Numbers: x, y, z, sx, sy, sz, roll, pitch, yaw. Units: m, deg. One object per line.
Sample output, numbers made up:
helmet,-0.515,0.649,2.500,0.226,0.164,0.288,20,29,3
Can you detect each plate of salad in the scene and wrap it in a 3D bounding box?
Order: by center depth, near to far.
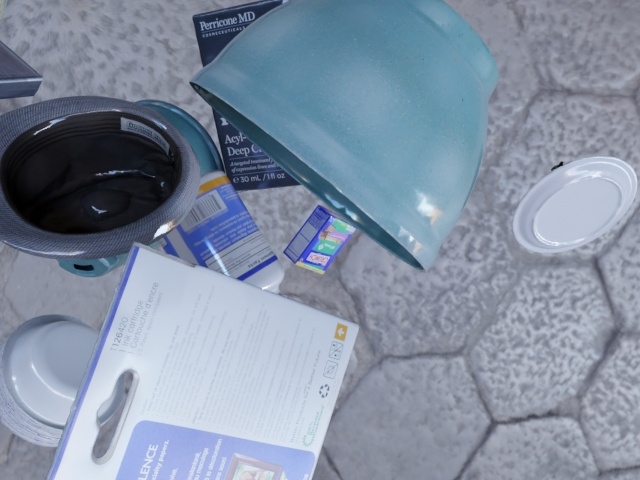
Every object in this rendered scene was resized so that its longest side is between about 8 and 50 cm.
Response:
plate of salad,0.386,-0.057,1.094,0.199,0.048,0.200,-8,136,-8

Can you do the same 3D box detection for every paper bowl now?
paper bowl,-0.563,0.292,1.561,0.284,0.284,0.148,31,125,-27

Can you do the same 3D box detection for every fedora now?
fedora,-0.294,-0.060,0.907,0.275,0.244,0.124,-20,156,-24

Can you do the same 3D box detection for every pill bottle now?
pill bottle,-0.154,0.035,1.161,0.152,0.152,0.272,-32,91,-8

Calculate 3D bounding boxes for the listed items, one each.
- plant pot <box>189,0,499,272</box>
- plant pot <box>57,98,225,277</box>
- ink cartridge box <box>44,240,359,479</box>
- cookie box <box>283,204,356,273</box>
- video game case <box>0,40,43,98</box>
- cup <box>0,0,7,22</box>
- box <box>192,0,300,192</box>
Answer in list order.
plant pot,0.048,-0.134,0.700,0.293,0.293,0.196,39,89,-27
plant pot,-0.441,-0.103,1.570,0.334,0.341,0.341,-44,130,-54
ink cartridge box,-0.121,0.185,0.716,0.307,0.072,0.304,25,80,-39
cookie box,0.000,0.000,1.261,0.107,0.040,0.092,-53,145,10
video game case,-0.359,-0.162,0.503,0.196,0.274,0.026,41,113,3
cup,-0.536,-0.359,0.898,0.237,0.331,0.331,6,107,-41
box,-0.069,-0.328,1.574,0.293,0.212,0.395,-4,106,23
